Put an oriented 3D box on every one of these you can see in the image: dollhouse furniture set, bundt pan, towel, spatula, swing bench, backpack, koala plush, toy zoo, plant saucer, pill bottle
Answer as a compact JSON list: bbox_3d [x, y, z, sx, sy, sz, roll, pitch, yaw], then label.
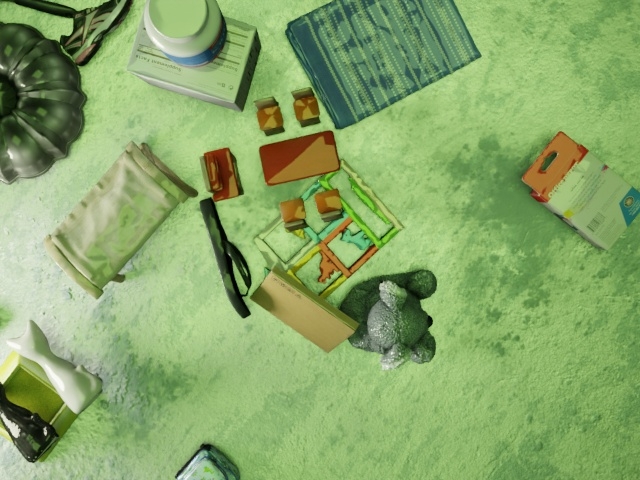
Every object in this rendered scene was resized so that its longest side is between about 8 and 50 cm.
[{"bbox_3d":[-0.093,-0.148,1.894,0.259,0.135,0.262,-13,86,4],"label":"dollhouse furniture set"},{"bbox_3d":[-0.625,-0.275,1.869,0.331,0.124,0.331,0,89,-8],"label":"bundt pan"},{"bbox_3d":[0.125,-0.400,1.949,0.336,0.040,0.243,-28,95,0],"label":"towel"},{"bbox_3d":[-0.627,-0.471,1.911,0.296,0.084,0.030,5,70,-8],"label":"spatula"},{"bbox_3d":[-0.381,-0.047,1.850,0.165,0.255,0.253,42,92,-4],"label":"swing bench"},{"bbox_3d":[-0.226,0.491,1.981,0.114,0.084,0.105,41,94,-7],"label":"backpack"},{"bbox_3d":[0.140,0.161,1.899,0.203,0.221,0.196,0,95,-2],"label":"koala plush"},{"bbox_3d":[0.000,0.000,1.978,0.293,0.030,0.192,-43,94,2],"label":"toy zoo"},{"bbox_3d":[-0.594,0.334,1.977,0.188,0.045,0.188,37,92,-4],"label":"plant saucer"},{"bbox_3d":[-0.220,-0.356,1.585,0.124,0.221,0.124,0,94,-1],"label":"pill bottle"}]

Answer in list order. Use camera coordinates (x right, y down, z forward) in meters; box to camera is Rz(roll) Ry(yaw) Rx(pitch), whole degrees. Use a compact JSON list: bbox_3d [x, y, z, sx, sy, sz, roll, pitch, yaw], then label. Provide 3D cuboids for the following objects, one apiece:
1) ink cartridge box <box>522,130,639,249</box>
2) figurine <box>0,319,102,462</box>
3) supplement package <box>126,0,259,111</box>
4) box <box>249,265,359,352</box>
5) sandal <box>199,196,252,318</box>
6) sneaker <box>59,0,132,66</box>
[{"bbox_3d":[0.525,-0.102,1.963,0.231,0.078,0.134,39,92,-4],"label":"ink cartridge box"},{"bbox_3d":[-0.567,0.290,1.912,0.209,0.092,0.215,43,91,0],"label":"figurine"},{"bbox_3d":[-0.231,-0.345,1.829,0.204,0.262,0.145,16,93,-2],"label":"supplement package"},{"bbox_3d":[-0.036,0.141,1.930,0.201,0.164,0.021,35,61,-4],"label":"box"},{"bbox_3d":[-0.180,0.034,1.942,0.054,0.097,0.254,-17,94,-1],"label":"sandal"},{"bbox_3d":[-0.447,-0.434,1.910,0.077,0.072,0.178,41,91,-6],"label":"sneaker"}]
